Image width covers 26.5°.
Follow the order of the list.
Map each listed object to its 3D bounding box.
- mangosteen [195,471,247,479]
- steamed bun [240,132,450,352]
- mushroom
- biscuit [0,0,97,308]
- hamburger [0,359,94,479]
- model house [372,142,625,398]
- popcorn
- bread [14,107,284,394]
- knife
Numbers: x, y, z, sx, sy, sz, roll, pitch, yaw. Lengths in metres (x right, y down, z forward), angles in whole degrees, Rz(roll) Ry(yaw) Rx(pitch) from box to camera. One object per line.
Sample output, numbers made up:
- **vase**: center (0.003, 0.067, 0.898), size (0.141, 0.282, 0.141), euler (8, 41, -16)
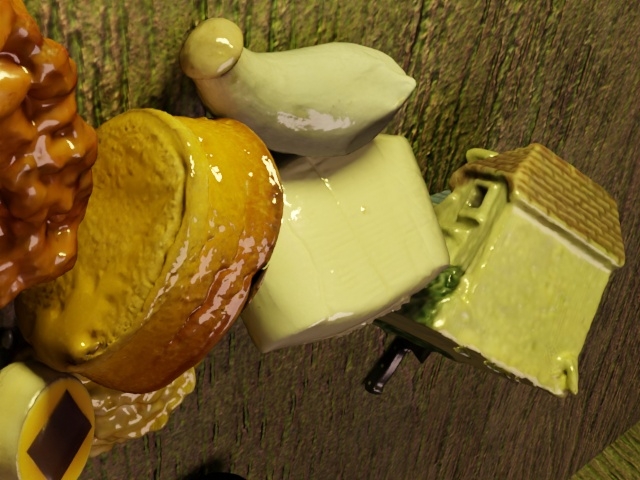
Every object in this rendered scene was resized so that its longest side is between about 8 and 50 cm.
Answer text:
- **mangosteen**: center (-0.140, 0.373, 1.812), size (0.140, 0.140, 0.140), euler (-34, 151, -22)
- **steamed bun**: center (0.000, 0.000, 1.400), size (0.250, 0.200, 0.155), euler (-21, 175, -37)
- **mushroom**: center (-0.033, -0.136, 1.265), size (0.270, 0.103, 0.118), euler (0, 129, -48)
- **biscuit**: center (-0.311, -0.038, 0.989), size (0.312, 0.110, 0.318), euler (-32, 151, -23)
- **hamburger**: center (-0.259, 0.173, 1.211), size (0.141, 0.081, 0.126), euler (50, 52, -55)
- **model house**: center (0.181, 0.010, 1.617), size (0.261, 0.321, 0.266), euler (30, 83, -25)
- **popcorn**: center (-0.211, 0.135, 1.348), size (0.194, 0.140, 0.163), euler (-31, 145, -23)
- **bread**: center (-0.150, 0.008, 1.194), size (0.143, 0.195, 0.269), euler (15, 115, -50)
- **knife**: center (0.144, 0.136, 1.934), size (0.019, 0.072, 0.245), euler (22, 113, -33)
